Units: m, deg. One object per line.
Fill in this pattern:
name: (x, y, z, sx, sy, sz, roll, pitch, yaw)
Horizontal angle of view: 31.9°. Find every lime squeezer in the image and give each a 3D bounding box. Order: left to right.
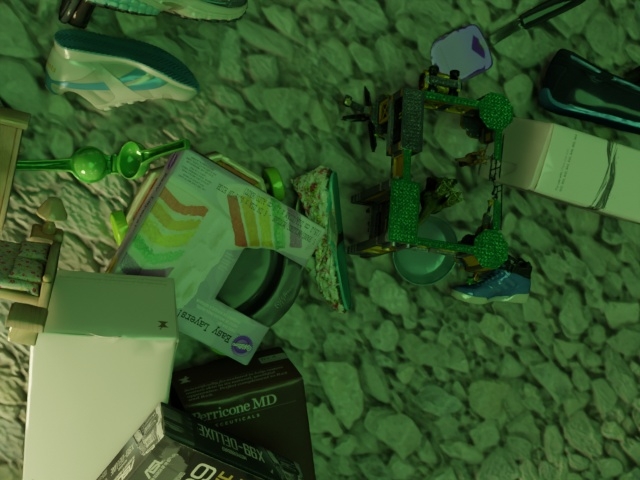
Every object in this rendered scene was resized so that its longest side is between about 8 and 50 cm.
lime squeezer: (-0.321, -0.112, 1.640, 0.310, 0.110, 0.058, -4, 100, 14)

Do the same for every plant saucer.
plant saucer: (0.172, 0.015, 1.863, 0.119, 0.021, 0.119, -3, 101, -18)

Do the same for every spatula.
spatula: (0.316, -0.349, 1.842, 0.296, 0.030, 0.084, -29, 105, -11)

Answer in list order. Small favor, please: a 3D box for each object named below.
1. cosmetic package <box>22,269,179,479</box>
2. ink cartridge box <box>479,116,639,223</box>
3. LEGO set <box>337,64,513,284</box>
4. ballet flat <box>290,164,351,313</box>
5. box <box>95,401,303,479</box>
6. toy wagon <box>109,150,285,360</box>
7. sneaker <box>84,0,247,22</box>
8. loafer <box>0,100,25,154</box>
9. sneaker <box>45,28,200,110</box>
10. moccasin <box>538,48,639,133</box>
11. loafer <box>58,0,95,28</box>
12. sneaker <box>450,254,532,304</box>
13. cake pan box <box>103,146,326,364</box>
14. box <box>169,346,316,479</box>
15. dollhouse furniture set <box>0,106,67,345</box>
cosmetic package: (-0.318, 0.234, 1.594, 0.197, 0.155, 0.365, 6, 121, -12)
ink cartridge box: (0.430, -0.111, 1.831, 0.273, 0.198, 0.114, 15, 95, -20)
LEGO set: (0.163, -0.090, 1.768, 0.255, 0.192, 0.331, -1, 83, -21)
ballet flat: (0.000, 0.000, 1.785, 0.077, 0.091, 0.241, -5, 98, 14)
box: (-0.207, 0.395, 1.585, 0.242, 0.076, 0.307, 30, 112, -27)
toy wagon: (-0.163, 0.041, 1.734, 0.267, 0.068, 0.344, -17, 104, -14)
sneaker: (-0.198, -0.376, 1.572, 0.283, 0.110, 0.122, -10, 117, -51)
loafer: (-0.459, -0.183, 1.612, 0.039, 0.045, 0.125, -38, 106, -16)
sneaker: (-0.289, -0.239, 1.643, 0.229, 0.087, 0.092, 11, 124, -26)
moccasin: (0.540, -0.242, 1.880, 0.342, 0.138, 0.116, 11, 91, -20)
loafer: (-0.274, -0.433, 1.598, 0.095, 0.109, 0.302, 24, 89, -25)
sneaker: (0.291, 0.061, 1.889, 0.152, 0.058, 0.084, 2, 105, -23)
cake pan box: (-0.156, 0.025, 1.663, 0.267, 0.070, 0.245, 32, 91, -21)
box: (-0.110, 0.378, 1.753, 0.191, 0.143, 0.381, -13, 108, -15)
dollhouse furniture set: (-0.477, -0.048, 1.435, 0.303, 0.355, 0.173, 12, 112, -13)
